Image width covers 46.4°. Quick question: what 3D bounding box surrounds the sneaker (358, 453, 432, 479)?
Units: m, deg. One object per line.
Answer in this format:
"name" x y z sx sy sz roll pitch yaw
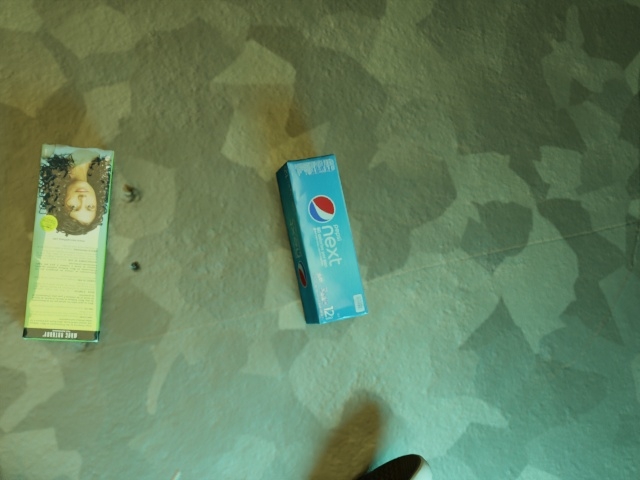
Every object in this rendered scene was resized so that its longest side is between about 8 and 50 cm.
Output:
"sneaker" 0.054 0.400 0.928 0.123 0.106 0.290 44 85 -13

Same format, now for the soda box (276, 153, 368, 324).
"soda box" 0.000 0.000 0.968 0.067 0.071 0.209 -10 86 -16

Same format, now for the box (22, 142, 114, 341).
"box" -0.300 0.004 0.896 0.088 0.058 0.232 3 83 -14
